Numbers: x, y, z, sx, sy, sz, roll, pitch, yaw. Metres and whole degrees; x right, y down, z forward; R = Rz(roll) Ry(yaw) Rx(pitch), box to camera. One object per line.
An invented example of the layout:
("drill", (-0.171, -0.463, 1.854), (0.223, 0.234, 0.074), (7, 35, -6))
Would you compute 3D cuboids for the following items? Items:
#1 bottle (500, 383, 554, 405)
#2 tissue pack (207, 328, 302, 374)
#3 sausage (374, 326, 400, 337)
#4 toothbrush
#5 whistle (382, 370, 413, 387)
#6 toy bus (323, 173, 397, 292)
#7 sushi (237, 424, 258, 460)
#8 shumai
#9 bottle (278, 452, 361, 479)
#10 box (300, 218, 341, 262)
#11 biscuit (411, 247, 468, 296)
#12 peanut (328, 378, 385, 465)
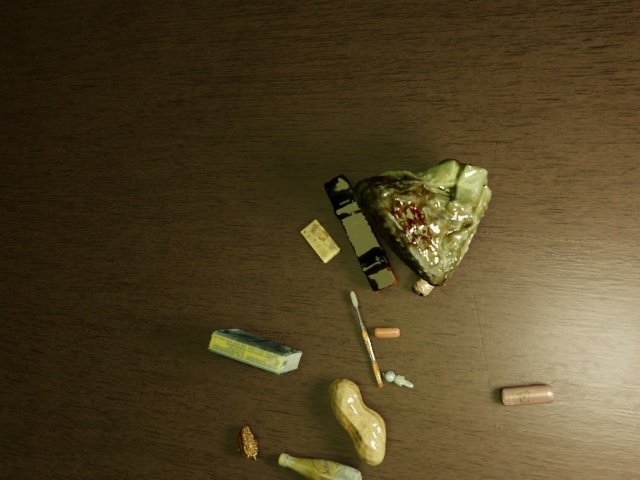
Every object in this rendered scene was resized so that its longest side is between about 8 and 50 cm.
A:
("bottle", (0.600, 0.451, 1.385), (0.140, 0.053, 0.053), (-10, 79, 15))
("tissue pack", (-0.211, 0.364, 1.558), (0.257, 0.185, 0.081), (14, 84, 17))
("sausage", (0.213, 0.296, 1.529), (0.084, 0.034, 0.034), (-3, 81, 14))
("toothbrush", (0.149, 0.318, 1.545), (0.023, 0.031, 0.320), (-19, 77, 13))
("whistle", (0.243, 0.439, 1.498), (0.100, 0.035, 0.035), (20, 87, 16))
("toy bus", (0.133, -0.026, 1.570), (0.093, 0.092, 0.408), (-27, 75, 13))
("sushi", (-0.241, 0.677, 1.582), (0.060, 0.062, 0.117), (-39, 79, 34))
("shumai", (0.328, -0.094, 1.386), (0.348, 0.395, 0.395), (-37, 74, 6))
("bottle", (-0.007, 0.728, 1.498), (0.270, 0.083, 0.083), (8, 84, 20))
("box", (0.000, 0.000, 1.642), (0.073, 0.020, 0.149), (-41, 73, 7))
("biscuit", (0.377, 0.089, 1.502), (0.219, 0.055, 0.061), (-51, 48, 4))
("peanut", (0.120, 0.555, 1.475), (0.125, 0.111, 0.274), (-34, 75, 4))
